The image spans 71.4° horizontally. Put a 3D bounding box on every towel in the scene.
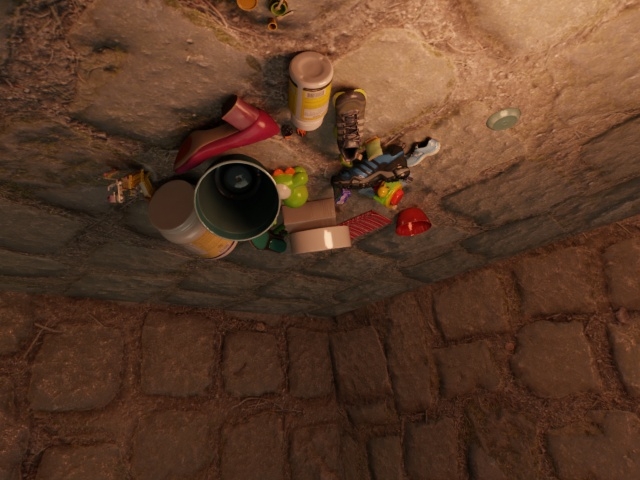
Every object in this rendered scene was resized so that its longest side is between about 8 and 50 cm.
[{"bbox_3d":[0.206,-0.072,2.292,0.274,0.031,0.198,-23,154,33],"label":"towel"}]

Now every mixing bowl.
[{"bbox_3d":[0.451,-0.101,2.207,0.181,0.098,0.181,-7,158,-3],"label":"mixing bowl"}]

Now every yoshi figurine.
[{"bbox_3d":[-0.197,-0.155,1.750,0.362,0.204,0.203,-24,176,10],"label":"yoshi figurine"}]

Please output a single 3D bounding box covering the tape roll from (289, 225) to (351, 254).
[{"bbox_3d":[0.000,0.000,2.078,0.285,0.100,0.286,-9,178,0],"label":"tape roll"}]

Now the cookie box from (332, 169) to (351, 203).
[{"bbox_3d":[0.084,-0.214,1.795,0.040,0.107,0.092,2,156,-19],"label":"cookie box"}]

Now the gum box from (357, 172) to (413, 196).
[{"bbox_3d":[0.269,-0.243,1.874,0.156,0.041,0.184,10,153,-36],"label":"gum box"}]

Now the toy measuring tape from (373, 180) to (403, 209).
[{"bbox_3d":[0.296,-0.193,1.840,0.121,0.122,0.330,-16,172,20],"label":"toy measuring tape"}]

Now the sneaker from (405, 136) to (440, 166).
[{"bbox_3d":[0.363,-0.339,1.669,0.162,0.064,0.073,-30,132,35],"label":"sneaker"}]

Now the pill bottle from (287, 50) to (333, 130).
[{"bbox_3d":[-0.033,-0.412,1.254,0.119,0.119,0.208,-4,158,-8],"label":"pill bottle"}]

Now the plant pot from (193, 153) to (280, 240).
[{"bbox_3d":[-0.281,-0.176,1.511,0.271,0.255,0.272,-4,118,-8],"label":"plant pot"}]

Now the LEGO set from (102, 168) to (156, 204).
[{"bbox_3d":[-0.685,-0.196,1.601,0.107,0.132,0.287,9,-178,4],"label":"LEGO set"}]

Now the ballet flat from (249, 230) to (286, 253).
[{"bbox_3d":[-0.291,-0.002,2.216,0.106,0.108,0.316,19,172,31],"label":"ballet flat"}]

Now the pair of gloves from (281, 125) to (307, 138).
[{"bbox_3d":[-0.088,-0.366,1.493,0.083,0.010,0.074,-6,160,4],"label":"pair of gloves"}]

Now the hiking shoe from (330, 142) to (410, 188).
[{"bbox_3d":[0.181,-0.270,1.676,0.303,0.132,0.113,-9,177,15],"label":"hiking shoe"}]

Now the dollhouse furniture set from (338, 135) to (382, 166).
[{"bbox_3d":[0.142,-0.320,1.596,0.151,0.076,0.058,-23,154,35],"label":"dollhouse furniture set"}]

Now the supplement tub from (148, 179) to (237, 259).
[{"bbox_3d":[-0.492,-0.077,1.768,0.240,0.241,0.331,-13,157,14],"label":"supplement tub"}]

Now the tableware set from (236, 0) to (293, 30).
[{"bbox_3d":[-0.137,-0.545,1.018,0.103,0.024,0.154,-16,157,21],"label":"tableware set"}]

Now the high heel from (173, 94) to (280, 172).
[{"bbox_3d":[-0.311,-0.294,1.427,0.377,0.127,0.181,-28,140,34],"label":"high heel"}]

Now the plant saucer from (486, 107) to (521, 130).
[{"bbox_3d":[0.651,-0.424,1.579,0.119,0.021,0.119,-6,159,-2],"label":"plant saucer"}]

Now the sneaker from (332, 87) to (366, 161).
[{"bbox_3d":[0.099,-0.363,1.414,0.110,0.122,0.300,-9,158,2],"label":"sneaker"}]

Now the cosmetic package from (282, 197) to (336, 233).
[{"bbox_3d":[-0.049,-0.109,2.025,0.237,0.107,0.127,-5,160,1],"label":"cosmetic package"}]

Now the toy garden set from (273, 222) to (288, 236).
[{"bbox_3d":[-0.079,-0.049,2.228,0.244,0.049,0.203,10,152,-37],"label":"toy garden set"}]
